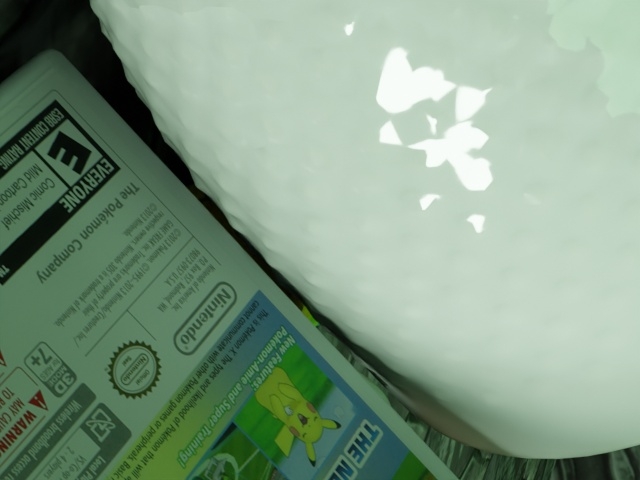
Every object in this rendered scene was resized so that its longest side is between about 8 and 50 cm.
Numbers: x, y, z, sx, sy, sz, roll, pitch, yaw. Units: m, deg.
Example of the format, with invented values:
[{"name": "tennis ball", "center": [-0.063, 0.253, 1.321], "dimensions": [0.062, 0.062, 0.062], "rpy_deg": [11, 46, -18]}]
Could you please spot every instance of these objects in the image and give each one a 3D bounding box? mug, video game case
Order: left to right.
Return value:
[{"name": "video game case", "center": [-0.088, 0.121, 0.598], "dimensions": [0.036, 0.300, 0.329], "rpy_deg": [-35, -169, 42]}, {"name": "mug", "center": [0.049, -0.142, 0.736], "dimensions": [0.328, 0.276, 0.374], "rpy_deg": [47, 26, -40]}]

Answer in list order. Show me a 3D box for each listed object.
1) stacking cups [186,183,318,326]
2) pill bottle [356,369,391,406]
[{"name": "stacking cups", "center": [0.000, 0.000, 0.986], "dimensions": [0.316, 0.096, 0.096], "rpy_deg": [-19, 125, -69]}, {"name": "pill bottle", "center": [-0.024, 0.155, 1.067], "dimensions": [0.160, 0.087, 0.087], "rpy_deg": [-63, 160, -23]}]
